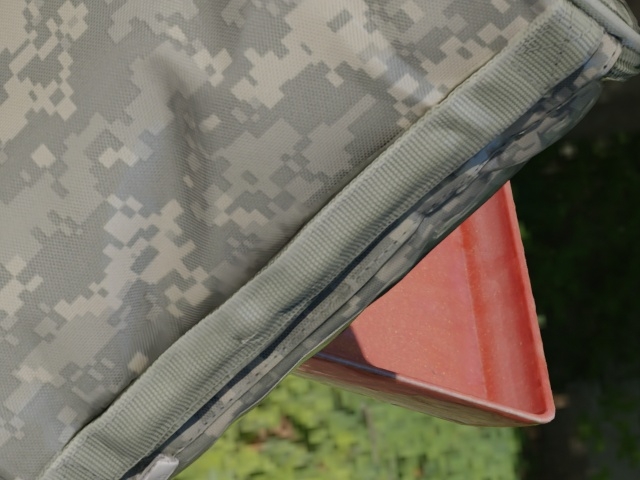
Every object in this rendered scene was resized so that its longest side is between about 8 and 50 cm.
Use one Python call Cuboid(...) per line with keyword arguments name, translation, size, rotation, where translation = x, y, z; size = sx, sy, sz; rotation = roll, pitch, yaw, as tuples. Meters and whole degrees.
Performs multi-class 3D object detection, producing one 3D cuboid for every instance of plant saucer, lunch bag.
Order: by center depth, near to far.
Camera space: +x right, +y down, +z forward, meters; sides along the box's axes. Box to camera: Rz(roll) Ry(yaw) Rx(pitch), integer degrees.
Cuboid(name="lunch bag", translation=(-0.043, -0.067, 0.672), size=(0.212, 0.305, 0.256), rotation=(32, 24, -40))
Cuboid(name="plant saucer", translation=(0.000, 0.000, 1.047), size=(0.258, 0.259, 0.048), rotation=(-94, -153, -51))
